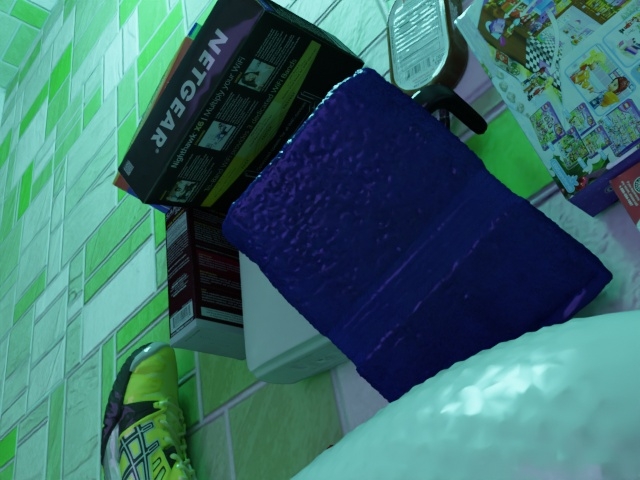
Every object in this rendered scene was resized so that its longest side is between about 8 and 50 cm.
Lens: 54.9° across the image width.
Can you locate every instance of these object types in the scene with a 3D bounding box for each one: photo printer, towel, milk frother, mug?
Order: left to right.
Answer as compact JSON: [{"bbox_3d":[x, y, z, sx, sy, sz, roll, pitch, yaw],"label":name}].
[{"bbox_3d":[0.000,0.000,0.796,0.256,0.107,0.307,-32,52,37],"label":"photo printer"},{"bbox_3d":[0.080,0.012,0.593,0.308,0.076,0.227,44,97,8],"label":"towel"},{"bbox_3d":[0.101,-0.121,0.709,0.143,0.135,0.129,38,102,49],"label":"milk frother"},{"bbox_3d":[0.177,0.244,0.394,0.328,0.276,0.374,-44,76,23],"label":"mug"}]

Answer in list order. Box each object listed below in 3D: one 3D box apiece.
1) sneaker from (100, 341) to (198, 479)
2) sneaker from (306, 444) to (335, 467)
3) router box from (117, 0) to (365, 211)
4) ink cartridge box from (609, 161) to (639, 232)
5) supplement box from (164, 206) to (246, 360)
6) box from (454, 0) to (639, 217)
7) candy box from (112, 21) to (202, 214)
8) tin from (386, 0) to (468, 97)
[{"bbox_3d":[-0.249,0.344,0.948,0.147,0.145,0.384,-7,62,15],"label":"sneaker"},{"bbox_3d":[0.037,0.307,0.640,0.128,0.087,0.221,-59,41,15],"label":"sneaker"},{"bbox_3d":[-0.108,-0.181,0.887,0.081,0.243,0.309,48,113,25],"label":"router box"},{"bbox_3d":[0.319,-0.043,0.484,0.135,0.056,0.099,-40,46,32],"label":"ink cartridge box"},{"bbox_3d":[-0.163,0.053,0.946,0.073,0.130,0.239,-38,48,33],"label":"supplement box"},{"bbox_3d":[0.271,-0.195,0.604,0.201,0.057,0.293,-41,46,30],"label":"box"},{"bbox_3d":[-0.240,-0.228,1.090,0.268,0.122,0.317,-57,21,15],"label":"candy box"},{"bbox_3d":[0.137,-0.266,0.810,0.106,0.040,0.189,-22,58,37],"label":"tin"}]
